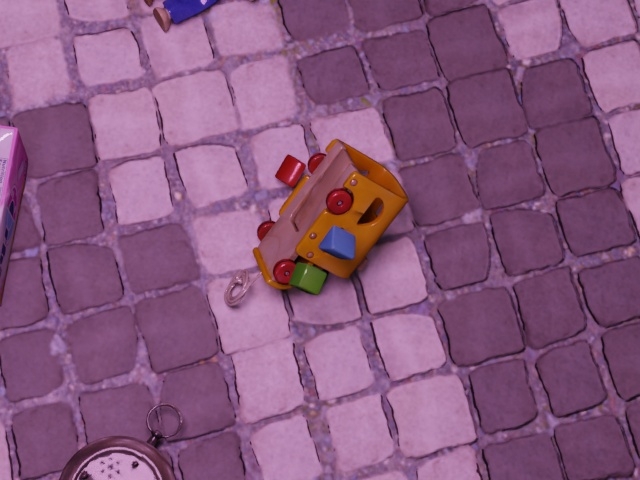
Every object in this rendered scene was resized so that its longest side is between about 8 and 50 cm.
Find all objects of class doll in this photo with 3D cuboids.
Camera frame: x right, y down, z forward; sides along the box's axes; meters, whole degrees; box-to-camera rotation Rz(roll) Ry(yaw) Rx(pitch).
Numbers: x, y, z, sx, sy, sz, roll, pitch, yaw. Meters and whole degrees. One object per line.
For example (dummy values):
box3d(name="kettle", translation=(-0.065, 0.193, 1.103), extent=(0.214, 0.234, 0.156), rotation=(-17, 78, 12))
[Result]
box3d(name="doll", translation=(-0.124, -0.328, 1.767), extent=(0.189, 0.046, 0.129), rotation=(-32, 80, -11))

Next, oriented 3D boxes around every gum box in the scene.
box3d(name="gum box", translation=(-0.369, -0.033, 1.638), extent=(0.062, 0.107, 0.188), rotation=(8, 75, -2))

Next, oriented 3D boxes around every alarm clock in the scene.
box3d(name="alarm clock", translation=(-0.206, 0.257, 1.599), extent=(0.129, 0.064, 0.192), rotation=(29, 72, 4))

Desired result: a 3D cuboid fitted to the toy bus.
box3d(name="toy bus", translation=(0.008, -0.006, 1.657), extent=(0.104, 0.202, 0.191), rotation=(28, 65, -28))
